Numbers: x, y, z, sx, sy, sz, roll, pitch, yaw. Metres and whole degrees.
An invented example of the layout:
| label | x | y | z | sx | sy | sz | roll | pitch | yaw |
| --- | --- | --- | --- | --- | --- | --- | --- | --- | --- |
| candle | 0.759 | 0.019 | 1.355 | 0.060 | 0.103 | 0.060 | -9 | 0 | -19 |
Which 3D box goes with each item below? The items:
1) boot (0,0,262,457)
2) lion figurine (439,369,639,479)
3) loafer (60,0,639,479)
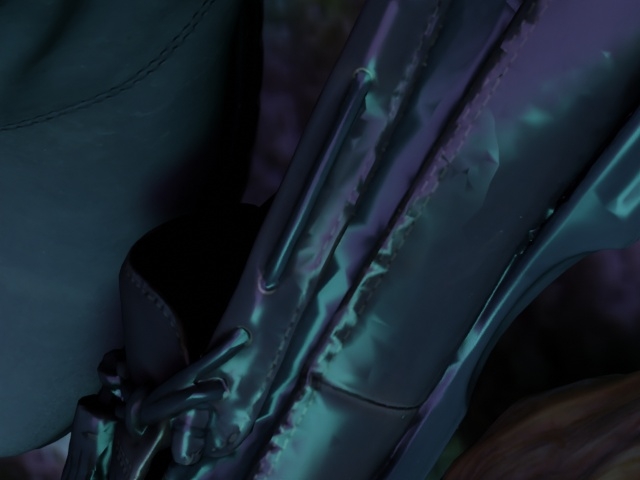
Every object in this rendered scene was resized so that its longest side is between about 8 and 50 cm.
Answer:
| label | x | y | z | sx | sy | sz | roll | pitch | yaw |
| --- | --- | --- | --- | --- | --- | --- | --- | --- | --- |
| boot | -0.083 | -0.052 | 0.340 | 0.118 | 0.223 | 0.338 | 26 | 120 | 8 |
| lion figurine | 0.200 | 0.163 | 0.371 | 0.240 | 0.142 | 0.392 | -41 | 90 | 22 |
| loafer | 0.000 | 0.000 | 0.394 | 0.095 | 0.109 | 0.302 | 33 | 114 | -13 |
